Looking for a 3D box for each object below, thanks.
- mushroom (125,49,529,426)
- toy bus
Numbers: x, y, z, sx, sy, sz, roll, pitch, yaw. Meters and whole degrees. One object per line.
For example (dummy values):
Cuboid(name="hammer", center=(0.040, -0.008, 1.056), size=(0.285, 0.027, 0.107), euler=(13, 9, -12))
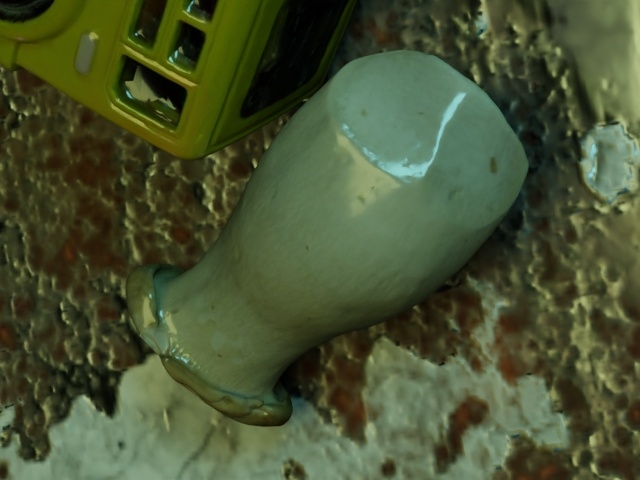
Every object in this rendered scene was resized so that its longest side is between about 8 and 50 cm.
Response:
Cuboid(name="mushroom", center=(0.000, 0.001, 0.842), size=(0.212, 0.097, 0.088), euler=(-37, 49, 37))
Cuboid(name="toy bus", center=(-0.026, -0.203, 0.778), size=(0.151, 0.145, 0.331), euler=(35, 128, 17))
